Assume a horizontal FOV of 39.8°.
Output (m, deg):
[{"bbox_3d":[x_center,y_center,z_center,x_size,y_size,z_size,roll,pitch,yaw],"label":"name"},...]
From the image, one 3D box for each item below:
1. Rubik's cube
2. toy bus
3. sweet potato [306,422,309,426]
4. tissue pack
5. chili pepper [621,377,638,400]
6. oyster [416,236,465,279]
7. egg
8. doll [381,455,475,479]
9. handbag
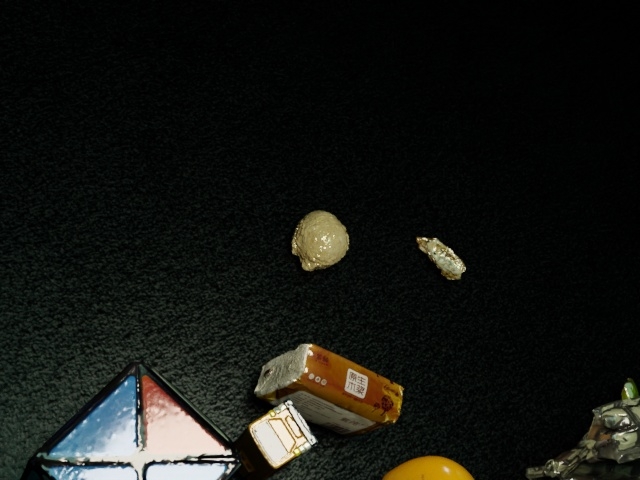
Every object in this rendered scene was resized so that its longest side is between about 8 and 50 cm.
[{"bbox_3d":[-0.313,0.385,1.433,0.246,0.250,0.248,43,51,3],"label":"Rubik's cube"},{"bbox_3d":[-0.089,0.368,1.579,0.114,0.201,0.098,-28,77,-26],"label":"toy bus"},{"bbox_3d":[-0.047,0.338,1.720,0.026,0.026,0.115,-26,80,-34],"label":"sweet potato"},{"bbox_3d":[0.014,0.285,1.656,0.226,0.183,0.091,30,53,-21],"label":"tissue pack"},{"bbox_3d":[0.751,0.413,2.027,0.052,0.050,0.201,-22,72,-49],"label":"chili pepper"},{"bbox_3d":[0.279,0.038,2.041,0.086,0.029,0.132,-12,64,-36],"label":"oyster"},{"bbox_3d":[0.000,0.000,1.889,0.116,0.118,0.140,54,27,-44],"label":"egg"},{"bbox_3d":[0.220,0.518,1.648,0.236,0.214,0.213,48,38,-48],"label":"doll"},{"bbox_3d":[0.627,0.425,1.789,0.327,0.325,0.162,-4,50,-25],"label":"handbag"}]
